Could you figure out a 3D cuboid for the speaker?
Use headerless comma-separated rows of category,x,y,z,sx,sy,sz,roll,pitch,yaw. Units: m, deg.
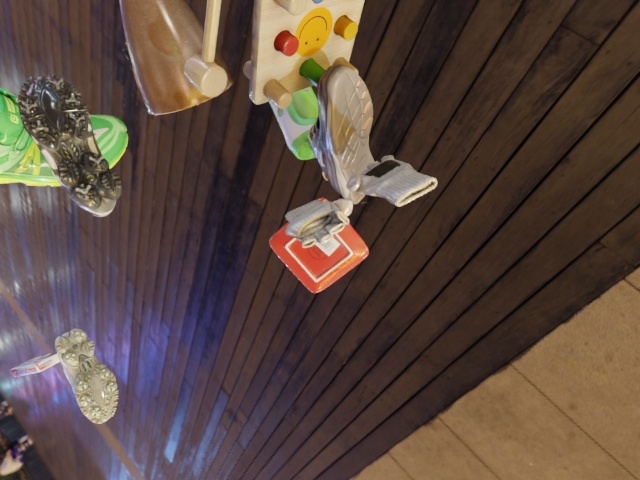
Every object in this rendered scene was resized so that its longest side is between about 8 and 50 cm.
speaker,-0.073,-0.370,1.142,0.131,0.131,0.297,-39,70,45

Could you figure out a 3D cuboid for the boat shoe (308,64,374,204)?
boat shoe,0.031,-0.217,0.923,0.130,0.132,0.356,29,155,26

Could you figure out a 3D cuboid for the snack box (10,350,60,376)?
snack box,-0.636,0.278,0.961,0.178,0.064,0.022,-19,98,38

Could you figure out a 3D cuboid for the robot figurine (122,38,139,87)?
robot figurine,-0.480,-0.543,1.293,0.085,0.210,0.292,146,107,-83

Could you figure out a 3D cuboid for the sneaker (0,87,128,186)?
sneaker,-0.416,-0.143,0.597,0.123,0.295,0.110,-44,71,46

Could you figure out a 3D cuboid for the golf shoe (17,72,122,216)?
golf shoe,-0.327,-0.117,0.553,0.198,0.077,0.094,64,151,7

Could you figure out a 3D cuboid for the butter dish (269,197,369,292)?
butter dish,0.000,0.000,0.907,0.159,0.118,0.160,-38,102,16

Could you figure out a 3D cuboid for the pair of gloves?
pair of gloves,0.048,-0.071,0.703,0.239,0.204,0.042,-26,109,1

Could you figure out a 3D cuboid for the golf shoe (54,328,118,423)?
golf shoe,-0.428,0.250,0.781,0.086,0.069,0.176,-37,77,48

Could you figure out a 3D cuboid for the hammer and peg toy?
hammer and peg toy,-0.058,-0.376,0.768,0.127,0.361,0.266,47,148,21

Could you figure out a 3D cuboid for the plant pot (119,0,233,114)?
plant pot,-0.335,-0.435,0.942,0.215,0.215,0.231,13,135,36
